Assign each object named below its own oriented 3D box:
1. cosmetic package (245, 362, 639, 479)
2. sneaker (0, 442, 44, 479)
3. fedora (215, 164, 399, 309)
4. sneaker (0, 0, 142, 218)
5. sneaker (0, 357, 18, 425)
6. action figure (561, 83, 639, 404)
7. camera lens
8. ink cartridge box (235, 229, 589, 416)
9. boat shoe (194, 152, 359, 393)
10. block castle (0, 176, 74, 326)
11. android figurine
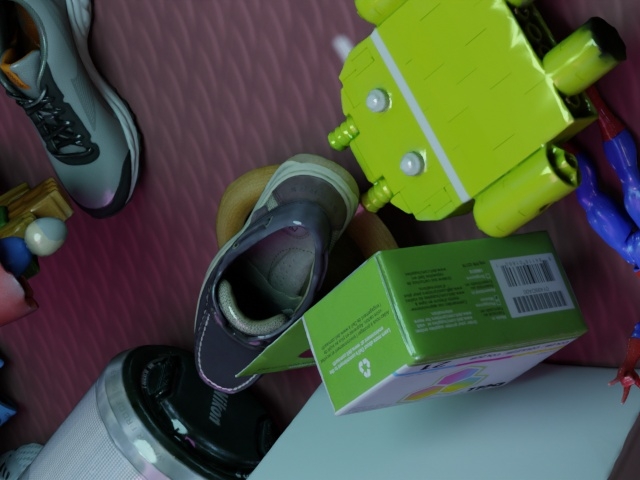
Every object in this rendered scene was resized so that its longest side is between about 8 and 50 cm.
[{"bbox_3d":[0.137,0.351,1.369,0.329,0.327,0.394,0,117,28],"label":"cosmetic package"},{"bbox_3d":[-0.364,0.375,1.774,0.366,0.137,0.210,-28,104,42],"label":"sneaker"},{"bbox_3d":[0.000,0.000,1.388,0.194,0.079,0.194,12,128,16],"label":"fedora"},{"bbox_3d":[-0.252,-0.138,1.421,0.100,0.108,0.272,-3,118,27],"label":"sneaker"},{"bbox_3d":[-0.402,0.113,1.687,0.082,0.069,0.209,-21,100,2],"label":"sneaker"},{"bbox_3d":[0.250,0.013,1.233,0.091,0.139,0.280,-28,105,38],"label":"action figure"},{"bbox_3d":[-0.179,0.258,1.513,0.219,0.219,0.274,40,110,1],"label":"camera lens"},{"bbox_3d":[0.072,0.095,1.296,0.255,0.188,0.097,-43,60,49],"label":"ink cartridge box"},{"bbox_3d":[-0.055,0.046,1.332,0.103,0.092,0.285,32,131,-1],"label":"boat shoe"},{"bbox_3d":[-0.372,-0.076,1.329,0.212,0.453,0.303,-32,106,-6],"label":"block castle"},{"bbox_3d":[0.113,-0.123,1.231,0.273,0.056,0.248,-35,76,37],"label":"android figurine"}]
